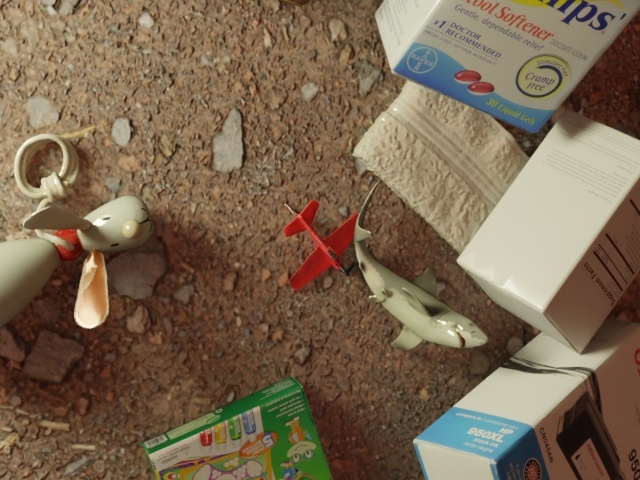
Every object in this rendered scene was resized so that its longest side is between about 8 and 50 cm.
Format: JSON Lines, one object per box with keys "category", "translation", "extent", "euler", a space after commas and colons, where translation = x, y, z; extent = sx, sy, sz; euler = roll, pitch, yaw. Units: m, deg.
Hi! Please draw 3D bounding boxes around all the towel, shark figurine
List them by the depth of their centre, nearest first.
{"category": "shark figurine", "translation": [0.128, 0.055, 1.773], "extent": [0.278, 0.166, 0.116], "euler": [48, 55, -6]}
{"category": "towel", "translation": [0.198, -0.115, 1.774], "extent": [0.282, 0.049, 0.187], "euler": [40, 84, -24]}

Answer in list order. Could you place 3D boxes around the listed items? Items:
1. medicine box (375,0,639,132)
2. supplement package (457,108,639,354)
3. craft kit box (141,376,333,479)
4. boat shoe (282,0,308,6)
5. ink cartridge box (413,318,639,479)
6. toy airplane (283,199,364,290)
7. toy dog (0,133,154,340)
{"category": "medicine box", "translation": [0.266, -0.335, 1.634], "extent": [0.263, 0.149, 0.289], "euler": [20, 127, -24]}
{"category": "supplement package", "translation": [0.382, -0.013, 1.776], "extent": [0.293, 0.177, 0.175], "euler": [-53, 140, -4]}
{"category": "craft kit box", "translation": [-0.110, 0.364, 1.748], "extent": [0.249, 0.061, 0.247], "euler": [-23, 112, -16]}
{"category": "boat shoe", "translation": [-0.096, -0.360, 1.599], "extent": [0.178, 0.064, 0.060], "euler": [20, 124, -23]}
{"category": "ink cartridge box", "translation": [0.359, 0.331, 1.804], "extent": [0.395, 0.166, 0.286], "euler": [-33, 114, -35]}
{"category": "toy airplane", "translation": [0.000, 0.000, 1.728], "extent": [0.151, 0.028, 0.151], "euler": [-5, 102, -23]}
{"category": "toy dog", "translation": [-0.373, 0.036, 1.509], "extent": [0.334, 0.161, 0.220], "euler": [-46, 114, -8]}
